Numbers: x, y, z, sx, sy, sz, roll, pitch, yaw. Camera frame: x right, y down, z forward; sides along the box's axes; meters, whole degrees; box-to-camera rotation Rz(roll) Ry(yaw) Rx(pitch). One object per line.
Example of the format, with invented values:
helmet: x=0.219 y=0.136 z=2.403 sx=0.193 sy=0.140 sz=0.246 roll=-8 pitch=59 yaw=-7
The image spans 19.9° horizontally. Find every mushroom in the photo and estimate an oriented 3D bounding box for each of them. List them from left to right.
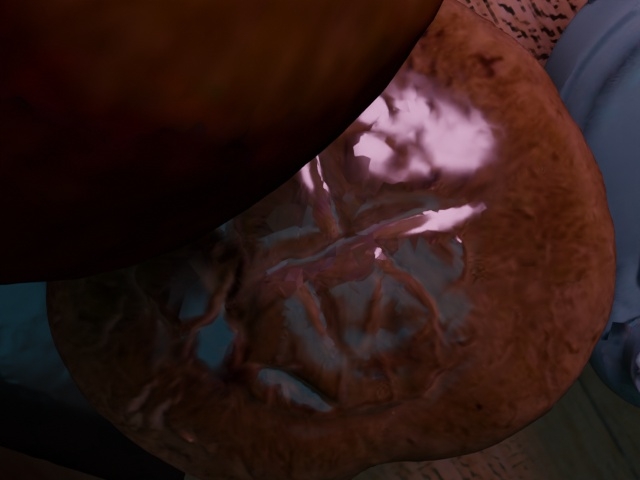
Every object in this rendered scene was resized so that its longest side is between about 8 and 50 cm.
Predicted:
mushroom: x=0.000 y=0.000 z=0.880 sx=0.278 sy=0.146 sz=0.278 roll=0 pitch=92 yaw=-1

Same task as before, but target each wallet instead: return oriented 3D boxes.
wallet: x=-0.147 y=0.030 z=0.957 sx=0.229 sy=0.049 sz=0.182 roll=19 pitch=107 yaw=-21

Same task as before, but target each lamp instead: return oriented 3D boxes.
lamp: x=0.213 y=-0.035 z=0.951 sx=0.209 sy=0.147 sz=0.284 roll=1 pitch=104 yaw=-4

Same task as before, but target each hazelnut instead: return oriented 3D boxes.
hazelnut: x=-0.152 y=-0.172 z=0.656 sx=0.402 sy=0.402 sz=0.429 roll=-28 pitch=124 yaw=2
